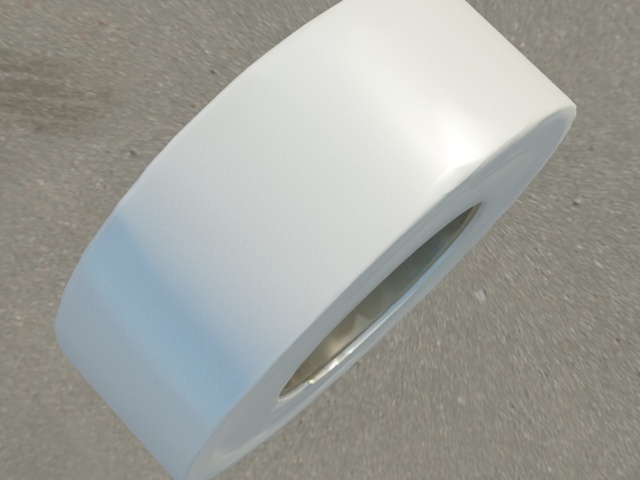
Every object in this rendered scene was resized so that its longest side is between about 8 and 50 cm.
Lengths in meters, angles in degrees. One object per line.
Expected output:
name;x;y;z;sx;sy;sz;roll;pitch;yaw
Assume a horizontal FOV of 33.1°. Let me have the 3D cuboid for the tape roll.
tape roll;0.000;0.000;0.574;0.286;0.286;0.100;-45;80;7
